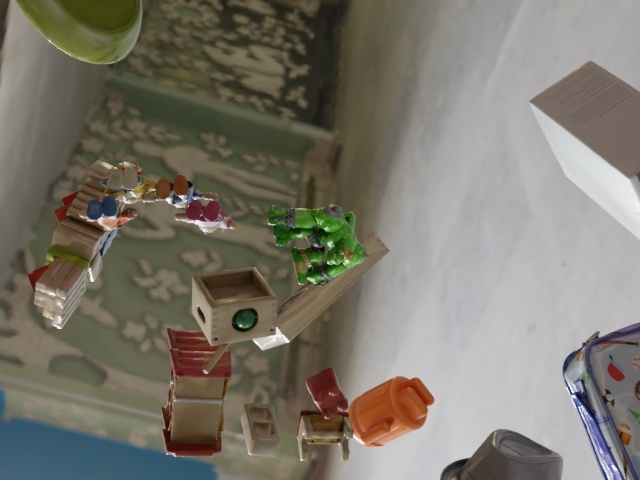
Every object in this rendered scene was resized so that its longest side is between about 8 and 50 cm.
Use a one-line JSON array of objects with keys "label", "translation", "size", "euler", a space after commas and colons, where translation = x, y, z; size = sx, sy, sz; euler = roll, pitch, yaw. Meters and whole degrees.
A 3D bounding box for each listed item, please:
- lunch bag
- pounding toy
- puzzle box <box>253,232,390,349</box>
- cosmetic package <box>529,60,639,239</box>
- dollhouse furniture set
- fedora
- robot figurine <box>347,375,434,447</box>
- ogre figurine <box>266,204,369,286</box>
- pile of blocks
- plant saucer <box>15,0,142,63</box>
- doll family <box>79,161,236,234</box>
[{"label": "lunch bag", "translation": [0.521, 0.272, 1.585], "size": [0.115, 0.243, 0.303], "euler": [118, 134, -67]}, {"label": "pounding toy", "translation": [-0.144, 0.125, 1.614], "size": [0.141, 0.130, 0.100], "euler": [-131, 39, -55]}, {"label": "puzzle box", "translation": [-0.015, 0.117, 2.110], "size": [0.272, 0.052, 0.409], "euler": [-42, 1, -14]}, {"label": "cosmetic package", "translation": [0.567, -0.157, 1.871], "size": [0.156, 0.217, 0.385], "euler": [-35, 34, 1]}, {"label": "dollhouse furniture set", "translation": [-0.119, 0.300, 1.959], "size": [0.152, 0.374, 0.201], "euler": [-112, 30, -61]}, {"label": "fedora", "translation": [0.374, 0.446, 1.943], "size": [0.243, 0.275, 0.124], "euler": [29, 105, 43]}, {"label": "robot figurine", "translation": [0.149, 0.381, 2.233], "size": [0.219, 0.128, 0.158], "euler": [-34, 45, 35]}, {"label": "ogre figurine", "translation": [0.000, 0.000, 1.625], "size": [0.097, 0.118, 0.197], "euler": [-80, -30, -57]}, {"label": "pile of blocks", "translation": [-0.480, -0.009, 1.989], "size": [0.149, 0.112, 0.362], "euler": [107, -175, -63]}, {"label": "plant saucer", "translation": [-0.329, -0.361, 1.387], "size": [0.037, 0.241, 0.241], "euler": [-23, 42, 33]}, {"label": "doll family", "translation": [-0.271, -0.077, 1.696], "size": [0.163, 0.262, 0.118], "euler": [117, 155, -82]}]
